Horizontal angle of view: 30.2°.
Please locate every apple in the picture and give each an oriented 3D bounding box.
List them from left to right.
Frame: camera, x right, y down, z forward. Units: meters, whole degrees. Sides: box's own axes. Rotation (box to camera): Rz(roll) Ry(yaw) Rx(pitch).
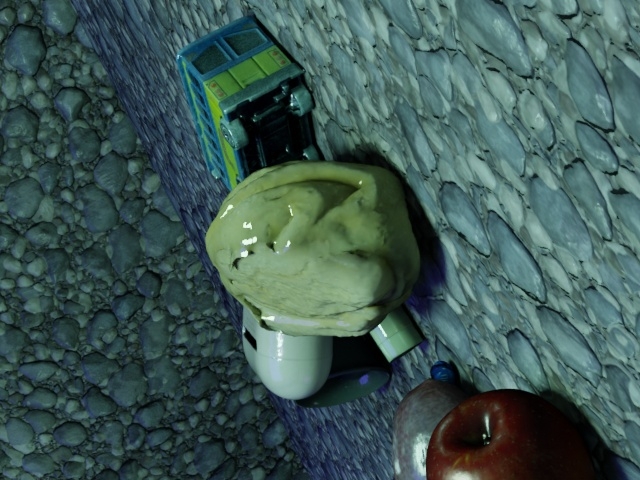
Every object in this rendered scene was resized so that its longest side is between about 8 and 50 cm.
[{"bbox_3d":[0.249,0.309,1.555,0.218,0.218,0.201,40,163,55],"label":"apple"}]

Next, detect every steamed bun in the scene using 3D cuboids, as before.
[{"bbox_3d":[-0.005,0.000,1.798,0.324,0.230,0.372,19,155,5],"label":"steamed bun"}]

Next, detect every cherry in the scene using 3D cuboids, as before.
[{"bbox_3d":[0.205,0.346,1.866,0.213,0.183,0.266,143,113,-68],"label":"cherry"}]

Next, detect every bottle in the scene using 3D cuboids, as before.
[{"bbox_3d":[0.091,0.104,2.000,0.201,0.072,0.072,58,167,11],"label":"bottle"}]

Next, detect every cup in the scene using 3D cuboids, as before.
[{"bbox_3d":[0.024,0.226,2.337,0.199,0.199,0.150,91,164,-65],"label":"cup"}]

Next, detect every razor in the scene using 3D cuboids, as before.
[{"bbox_3d":[0.219,0.303,2.010,0.056,0.093,0.324,-82,-15,-46],"label":"razor"}]

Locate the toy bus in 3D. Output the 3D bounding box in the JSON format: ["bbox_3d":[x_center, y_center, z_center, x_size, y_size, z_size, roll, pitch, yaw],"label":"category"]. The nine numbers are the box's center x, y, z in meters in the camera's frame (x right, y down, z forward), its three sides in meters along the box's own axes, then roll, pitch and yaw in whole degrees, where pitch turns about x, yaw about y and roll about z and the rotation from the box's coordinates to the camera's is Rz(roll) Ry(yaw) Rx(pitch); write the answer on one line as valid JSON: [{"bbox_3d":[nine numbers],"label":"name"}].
[{"bbox_3d":[-0.110,-0.189,1.949,0.190,0.152,0.312,50,163,33],"label":"toy bus"}]

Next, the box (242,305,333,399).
[{"bbox_3d":[-0.060,0.100,2.160,0.288,0.141,0.349,-151,62,-73],"label":"box"}]
